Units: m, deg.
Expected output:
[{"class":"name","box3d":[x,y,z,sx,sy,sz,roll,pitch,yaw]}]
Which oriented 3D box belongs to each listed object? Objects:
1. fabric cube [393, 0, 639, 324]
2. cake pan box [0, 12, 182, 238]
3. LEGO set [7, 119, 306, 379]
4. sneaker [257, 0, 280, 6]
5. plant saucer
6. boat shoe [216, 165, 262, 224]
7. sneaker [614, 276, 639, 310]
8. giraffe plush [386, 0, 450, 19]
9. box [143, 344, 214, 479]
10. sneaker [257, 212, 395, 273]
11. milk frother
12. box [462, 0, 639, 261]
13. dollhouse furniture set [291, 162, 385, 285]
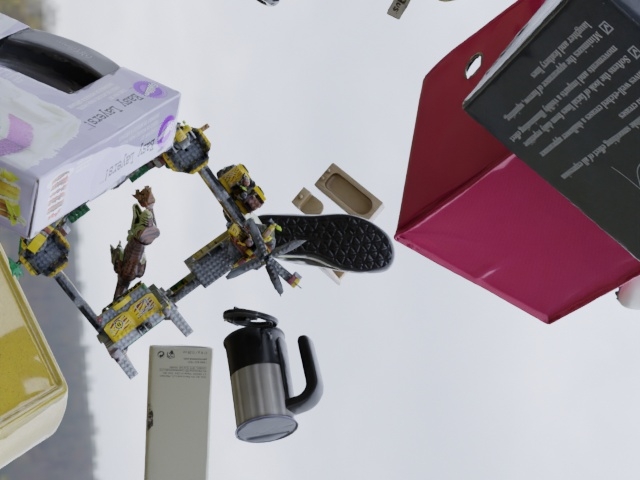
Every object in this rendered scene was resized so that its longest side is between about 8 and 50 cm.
[{"class":"fabric cube","box3d":[0.272,-0.099,1.682,0.254,0.259,0.258,-35,-147,48]},{"class":"cake pan box","box3d":[-0.287,-0.118,1.252,0.267,0.245,0.070,-42,155,-58]},{"class":"LEGO set","box3d":[-0.202,0.011,1.697,0.255,0.331,0.192,63,-10,-12]},{"class":"sneaker","box3d":[-0.056,-0.308,1.226,0.104,0.147,0.296,39,-6,24]},{"class":"plant saucer","box3d":[-0.452,0.132,1.779,0.333,0.081,0.333,66,19,-3]},{"class":"boat shoe","box3d":[-0.114,-0.040,1.877,0.049,0.042,0.133,-80,152,-55]},{"class":"sneaker","box3d":[0.498,0.065,1.799,0.086,0.237,0.085,-112,-155,-52]},{"class":"giraffe plush","box3d":[0.108,-0.384,1.631,0.170,0.181,0.210,35,67,-75]},{"class":"box","box3d":[-0.208,0.289,2.019,0.113,0.094,0.275,147,-54,-80]},{"class":"sneaker","box3d":[0.000,0.000,2.078,0.097,0.234,0.084,46,56,-79]},{"class":"milk frother","box3d":[-0.081,0.168,1.779,0.129,0.143,0.135,-30,-126,29]},{"class":"box","box3d":[0.380,-0.115,1.278,0.395,0.212,0.293,41,-21,-1]},{"class":"dollhouse furniture set","box3d":[0.015,-0.041,2.259,0.144,0.151,0.123,40,-3,19]}]
